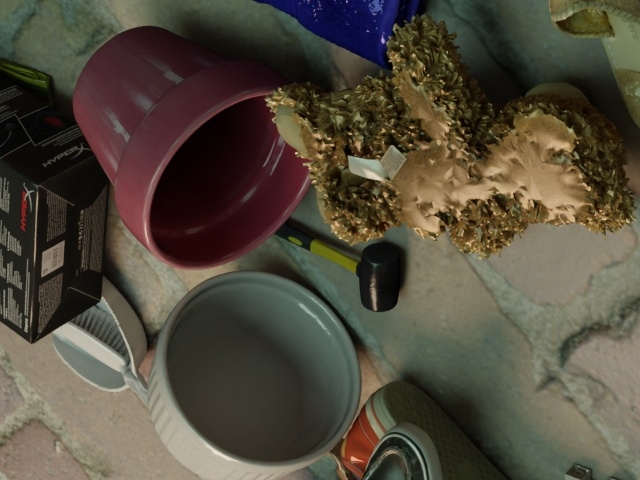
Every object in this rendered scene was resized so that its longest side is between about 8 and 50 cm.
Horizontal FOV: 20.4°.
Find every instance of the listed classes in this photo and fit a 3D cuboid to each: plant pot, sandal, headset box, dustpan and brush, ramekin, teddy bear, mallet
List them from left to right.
[{"bbox_3d":[-0.366,-0.063,1.888,0.293,0.110,0.218,31,133,26],"label":"headset box"},{"bbox_3d":[-0.222,0.130,1.965,0.211,0.060,0.147,34,134,11],"label":"dustpan and brush"},{"bbox_3d":[-0.130,-0.101,1.652,0.180,0.201,0.201,41,138,35],"label":"plant pot"},{"bbox_3d":[-0.073,0.144,1.751,0.207,0.207,0.109,47,146,5],"label":"ramekin"},{"bbox_3d":[0.000,0.000,1.712,0.190,0.039,0.062,32,135,26],"label":"mallet"},{"bbox_3d":[0.109,-0.080,1.503,0.338,0.113,0.245,-19,112,47],"label":"teddy bear"},{"bbox_3d":[0.217,-0.178,1.373,0.088,0.079,0.240,-17,105,46],"label":"sandal"}]

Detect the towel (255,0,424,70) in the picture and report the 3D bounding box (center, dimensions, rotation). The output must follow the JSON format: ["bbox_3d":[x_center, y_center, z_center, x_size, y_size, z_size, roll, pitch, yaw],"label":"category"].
[{"bbox_3d":[-0.038,-0.292,1.518,0.308,0.076,0.227,30,132,23],"label":"towel"}]

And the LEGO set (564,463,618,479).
[{"bbox_3d":[0.308,0.296,1.605,0.227,0.087,0.093,19,127,32],"label":"LEGO set"}]

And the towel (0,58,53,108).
[{"bbox_3d":[-0.322,-0.084,1.939,0.102,0.021,0.237,20,128,31],"label":"towel"}]

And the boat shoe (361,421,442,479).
[{"bbox_3d":[0.054,0.275,1.657,0.078,0.070,0.219,26,116,30],"label":"boat shoe"}]

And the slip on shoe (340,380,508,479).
[{"bbox_3d":[0.141,0.288,1.710,0.331,0.123,0.101,50,123,11],"label":"slip on shoe"}]

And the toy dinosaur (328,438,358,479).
[{"bbox_3d":[0.044,0.341,1.843,0.296,0.127,0.200,30,141,6],"label":"toy dinosaur"}]
